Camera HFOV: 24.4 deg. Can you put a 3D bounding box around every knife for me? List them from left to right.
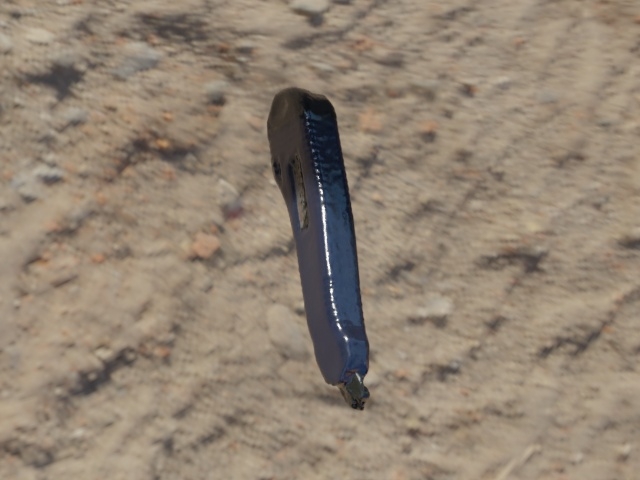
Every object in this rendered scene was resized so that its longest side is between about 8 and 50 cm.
[{"bbox_3d":[0.000,0.000,0.489,0.018,0.031,0.121,7,58,-26],"label":"knife"}]
